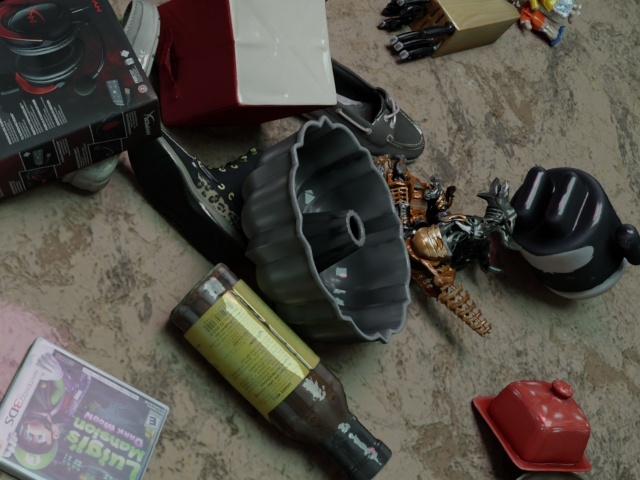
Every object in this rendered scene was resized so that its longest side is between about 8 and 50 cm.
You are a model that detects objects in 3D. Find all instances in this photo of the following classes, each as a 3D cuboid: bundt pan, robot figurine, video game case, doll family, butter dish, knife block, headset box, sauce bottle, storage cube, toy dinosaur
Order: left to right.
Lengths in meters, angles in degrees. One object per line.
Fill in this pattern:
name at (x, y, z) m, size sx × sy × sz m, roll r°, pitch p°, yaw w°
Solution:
headset box at (-0.381, -0.189, 1.475) m, size 0.293 × 0.110 × 0.218 m, roll -23°, pitch 71°, yaw -13°
video game case at (-0.290, 0.227, 1.378) m, size 0.190 × 0.022 × 0.173 m, roll 32°, pitch 46°, yaw -15°
storage cube at (-0.114, -0.271, 1.705) m, size 0.215 × 0.193 × 0.184 m, roll -5°, pitch 90°, yaw -41°
sauce bottle at (-0.049, 0.186, 1.527) m, size 0.344 × 0.111 × 0.111 m, roll 47°, pitch 44°, yaw 0°
bundt pan at (0.000, 0.000, 1.628) m, size 0.331 × 0.124 × 0.331 m, roll 40°, pitch 40°, yaw -45°
toy dinosaur at (0.188, 0.003, 1.845) m, size 0.218 × 0.164 × 0.322 m, roll -13°, pitch 86°, yaw -26°
knife block at (0.246, -0.401, 2.185) m, size 0.275 × 0.088 × 0.242 m, roll 26°, pitch 48°, yaw -21°
butter dish at (0.340, 0.261, 1.738) m, size 0.160 × 0.118 × 0.160 m, roll 9°, pitch 32°, yaw -32°
doll family at (0.479, -0.550, 2.444) m, size 0.163 × 0.118 × 0.263 m, roll 33°, pitch 46°, yaw -13°
robot figurine at (0.415, -0.015, 1.926) m, size 0.278 × 0.173 × 0.209 m, roll 46°, pitch 12°, yaw -49°

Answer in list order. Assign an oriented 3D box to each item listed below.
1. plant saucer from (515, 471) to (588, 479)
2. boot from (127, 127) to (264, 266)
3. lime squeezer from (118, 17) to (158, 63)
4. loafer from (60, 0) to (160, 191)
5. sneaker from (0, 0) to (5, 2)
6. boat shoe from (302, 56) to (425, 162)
plant saucer at (0.362, 0.484, 1.667) m, size 0.310 × 0.050 × 0.311 m, roll 20°, pitch 51°, yaw -26°
boot at (-0.158, -0.095, 1.663) m, size 0.236 × 0.085 × 0.178 m, roll 52°, pitch 42°, yaw -8°
lime squeezer at (-0.272, -0.324, 1.763) m, size 0.310 × 0.059 × 0.110 m, roll 10°, pitch 55°, yaw -31°
loafer at (-0.306, -0.219, 1.611) m, size 0.111 × 0.112 × 0.319 m, roll 22°, pitch 56°, yaw -14°
sneaker at (-0.463, -0.418, 1.669) m, size 0.222 × 0.083 × 0.118 m, roll 41°, pitch 57°, yaw 6°
boat shoe at (0.049, -0.229, 1.907) m, size 0.335 × 0.095 × 0.112 m, roll 24°, pitch 48°, yaw -21°
